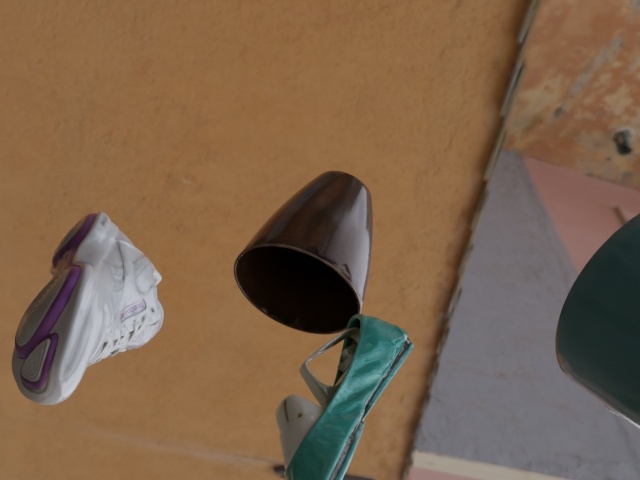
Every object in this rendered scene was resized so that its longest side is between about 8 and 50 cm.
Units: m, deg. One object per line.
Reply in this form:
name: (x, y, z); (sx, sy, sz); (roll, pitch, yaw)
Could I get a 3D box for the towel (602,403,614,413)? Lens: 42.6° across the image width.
towel: (0.475, 0.263, 1.269); (0.029, 0.067, 0.119); (-53, -162, 0)

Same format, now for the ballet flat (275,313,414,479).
ballet flat: (0.008, 0.158, 0.769); (0.247, 0.087, 0.083); (-54, 172, -46)

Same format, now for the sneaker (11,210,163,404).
sneaker: (-0.237, 0.080, 0.909); (0.114, 0.152, 0.305); (-40, -157, 19)

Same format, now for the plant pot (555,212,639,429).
plant pot: (0.470, 0.127, 0.972); (0.235, 0.293, 0.293); (48, -56, 50)

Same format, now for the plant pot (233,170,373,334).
plant pot: (0.000, 0.000, 1.363); (0.215, 0.215, 0.230); (-56, -173, 52)
